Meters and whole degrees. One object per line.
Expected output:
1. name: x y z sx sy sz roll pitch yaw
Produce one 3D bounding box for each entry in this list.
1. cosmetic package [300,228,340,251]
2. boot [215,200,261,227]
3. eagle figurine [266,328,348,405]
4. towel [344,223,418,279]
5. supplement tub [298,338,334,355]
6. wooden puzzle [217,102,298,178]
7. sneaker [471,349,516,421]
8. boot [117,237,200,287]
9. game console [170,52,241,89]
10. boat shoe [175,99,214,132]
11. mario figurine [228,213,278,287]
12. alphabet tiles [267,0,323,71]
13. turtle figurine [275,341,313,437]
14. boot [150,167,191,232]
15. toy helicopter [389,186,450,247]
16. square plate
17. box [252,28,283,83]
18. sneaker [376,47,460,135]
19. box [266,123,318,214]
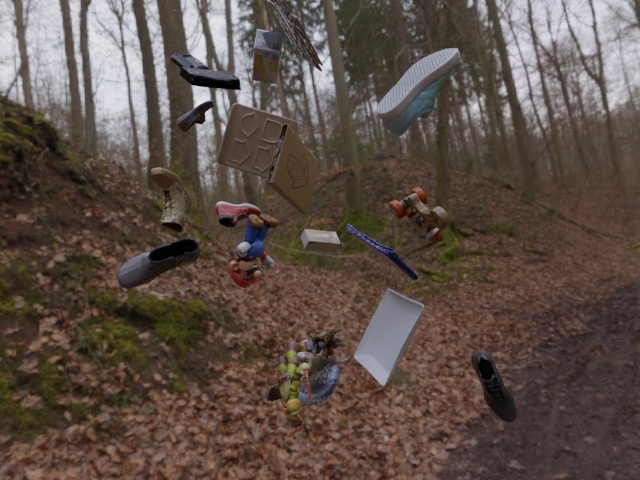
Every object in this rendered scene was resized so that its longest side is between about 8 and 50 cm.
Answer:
1. cosmetic package: 0.000 0.000 1.486 0.115 0.060 0.041 4 -48 -27
2. boot: -0.417 -0.118 2.405 0.244 0.176 0.088 5 -55 -26
3. eagle figurine: -0.039 0.467 1.655 0.225 0.298 0.226 15 -32 13
4. towel: 0.270 0.047 2.034 0.243 0.040 0.336 40 -2 -38
5. supplement tub: -0.039 0.535 2.269 0.198 0.106 0.106 -14 -7 -2
6. wooden puzzle: -0.319 -0.500 2.366 0.348 0.321 0.080 17 5 -1
7. sneaker: 0.681 0.581 1.824 0.109 0.286 0.130 -29 -15 11
8. boot: -0.621 0.072 1.731 0.338 0.118 0.223 -27 -2 -12
9. game console: -0.489 -0.695 1.884 0.213 0.043 0.361 -9 39 -38
10. boat shoe: -0.518 -0.522 1.946 0.183 0.066 0.066 -37 10 -7
11. mario figurine: -0.258 0.062 1.872 0.198 0.320 0.170 12 25 -21
12. alphabet tiles: -0.105 -0.849 1.880 0.011 0.285 0.342 -39 -41 2
13. turtle figurine: -0.087 0.416 1.321 0.087 0.269 0.217 4 34 -11
14. boot: -0.654 -0.170 1.985 0.095 0.203 0.262 -3 -28 12
15. toy helicopter: 0.416 -0.078 1.800 0.140 0.234 0.355 -30 9 -5
16. square plate: 0.284 0.388 1.900 0.049 0.347 0.344 28 -2 -17
17. box: -0.227 -0.774 1.956 0.114 0.103 0.203 7 -20 -8
18. sneaker: 0.355 -0.516 1.619 0.150 0.366 0.135 50 -4 -39
19. box: -0.066 -0.181 1.208 0.021 0.164 0.201 5 -17 26
